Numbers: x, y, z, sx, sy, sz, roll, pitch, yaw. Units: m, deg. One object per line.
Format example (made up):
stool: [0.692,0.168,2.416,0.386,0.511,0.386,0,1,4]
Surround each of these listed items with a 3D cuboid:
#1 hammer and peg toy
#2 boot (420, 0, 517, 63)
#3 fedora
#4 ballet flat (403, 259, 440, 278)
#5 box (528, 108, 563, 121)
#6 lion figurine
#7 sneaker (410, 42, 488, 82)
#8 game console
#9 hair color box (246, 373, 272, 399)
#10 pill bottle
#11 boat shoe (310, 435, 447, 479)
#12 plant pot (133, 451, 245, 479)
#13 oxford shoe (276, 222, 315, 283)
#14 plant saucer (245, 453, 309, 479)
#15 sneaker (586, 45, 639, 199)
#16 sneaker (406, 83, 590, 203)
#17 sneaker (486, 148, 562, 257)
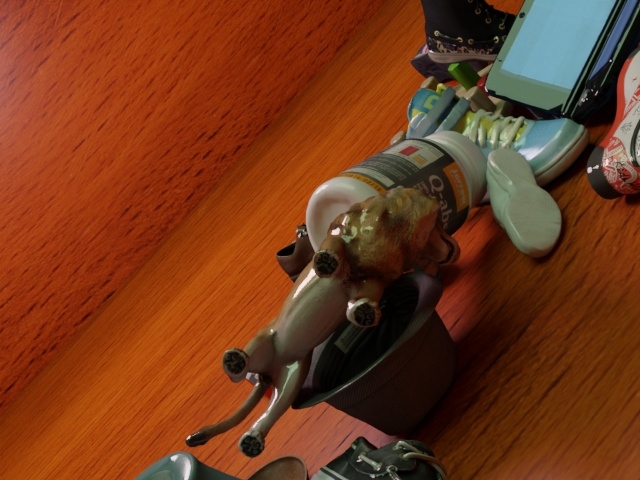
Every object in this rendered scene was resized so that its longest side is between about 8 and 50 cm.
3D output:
hammer and peg toy: [0.299,-0.253,1.740,0.361,0.127,0.266,-28,24,45]
boot: [0.274,-0.397,1.655,0.236,0.178,0.085,-2,40,27]
fedora: [0.090,0.163,1.273,0.244,0.124,0.275,-37,12,20]
ballet flat: [0.096,0.020,1.622,0.107,0.106,0.316,-51,17,-13]
box: [0.401,-0.259,1.570,0.162,0.029,0.116,-40,62,10]
lion figurine: [-0.004,0.090,1.202,0.392,0.142,0.240,-42,4,16]
sneaker: [0.304,-0.429,2.169,0.131,0.112,0.319,-50,18,-4]
game console: [0.396,-0.344,1.488,0.293,0.173,0.250,-64,-4,-2]
hair color box: [-0.091,0.227,1.690,0.072,0.043,0.141,-49,17,-10]
pill bottle: [0.121,-0.057,1.423,0.278,0.162,0.162,-31,4,-42]
boat shoe: [0.078,0.268,1.061,0.119,0.121,0.335,-54,17,-14]
plant pot: [-0.112,0.373,1.037,0.272,0.255,0.271,-40,18,16]
oxford shoe: [0.000,0.000,1.917,0.227,0.096,0.083,-34,18,27]
plant saucer: [-0.080,0.381,1.320,0.198,0.036,0.198,-41,17,15]
sneaker: [0.453,-0.172,1.266,0.145,0.090,0.270,-19,34,53]
sneaker: [0.250,-0.169,1.522,0.127,0.208,0.319,-52,18,-29]
sneaker: [0.283,-0.035,1.392,0.212,0.080,0.094,-98,12,-48]
